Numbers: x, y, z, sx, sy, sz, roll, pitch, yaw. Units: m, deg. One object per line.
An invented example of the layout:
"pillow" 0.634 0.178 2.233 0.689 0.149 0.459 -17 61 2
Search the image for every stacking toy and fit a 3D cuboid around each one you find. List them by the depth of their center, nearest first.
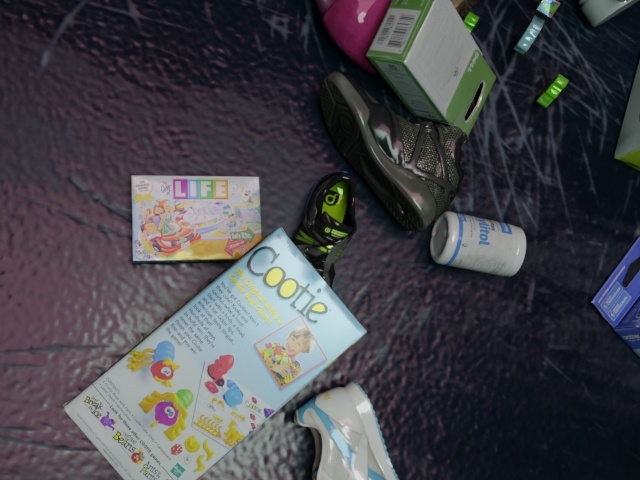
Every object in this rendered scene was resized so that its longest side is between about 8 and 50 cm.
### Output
"stacking toy" 0.303 -0.313 1.037 0.167 0.052 0.221 33 112 0

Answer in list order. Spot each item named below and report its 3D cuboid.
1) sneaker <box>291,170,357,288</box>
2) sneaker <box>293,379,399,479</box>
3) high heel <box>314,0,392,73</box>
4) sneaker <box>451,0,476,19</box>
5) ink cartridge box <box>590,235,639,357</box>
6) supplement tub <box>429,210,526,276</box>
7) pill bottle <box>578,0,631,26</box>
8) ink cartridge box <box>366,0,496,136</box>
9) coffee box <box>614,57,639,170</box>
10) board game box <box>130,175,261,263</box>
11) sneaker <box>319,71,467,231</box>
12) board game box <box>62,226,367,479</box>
"sneaker" 0.000 0.000 0.933 0.067 0.078 0.188 19 78 -12
"sneaker" 0.043 0.286 0.896 0.092 0.087 0.229 -20 79 -11
"high heel" 0.151 -0.383 1.030 0.377 0.127 0.181 -35 94 -10
"sneaker" 0.192 -0.364 1.069 0.071 0.066 0.188 35 67 11
"ink cartridge box" 0.542 0.130 1.069 0.311 0.065 0.186 45 72 -2
"supplement tub" 0.203 0.005 0.992 0.107 0.071 0.071 10 78 -13
"pill bottle" 0.375 -0.430 1.085 0.131 0.131 0.229 -31 89 -18
"ink cartridge box" 0.149 -0.225 0.991 0.209 0.062 0.109 35 78 -52
"coffee box" 0.669 -0.226 1.020 0.338 0.337 0.334 23 76 -11
"board game box" -0.150 -0.025 0.923 0.154 0.026 0.104 -1 80 -15
"sneaker" 0.100 -0.134 0.984 0.130 0.087 0.227 -39 89 -26
"board game box" -0.108 0.129 0.820 0.275 0.142 0.144 -40 92 -6
